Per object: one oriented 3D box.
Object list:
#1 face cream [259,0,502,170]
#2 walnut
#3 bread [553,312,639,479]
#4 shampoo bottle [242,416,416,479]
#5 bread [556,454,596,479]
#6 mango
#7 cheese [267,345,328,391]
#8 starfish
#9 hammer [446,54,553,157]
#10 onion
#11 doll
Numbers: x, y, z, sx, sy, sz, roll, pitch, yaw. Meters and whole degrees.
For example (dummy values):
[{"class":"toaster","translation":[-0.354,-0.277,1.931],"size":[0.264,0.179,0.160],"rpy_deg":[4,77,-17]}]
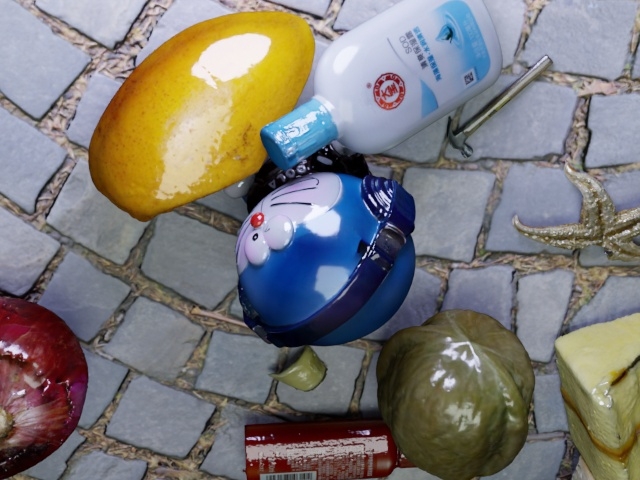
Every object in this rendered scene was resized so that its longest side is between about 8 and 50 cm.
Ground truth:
[{"class":"face cream","translation":[0.075,-0.198,1.395],"size":[0.337,0.080,0.163],"rpy_deg":[-32,113,-17]},{"class":"walnut","translation":[0.202,0.240,1.677],"size":[0.283,0.227,0.283],"rpy_deg":[27,139,27]},{"class":"bread","translation":[0.526,0.255,1.741],"size":[0.236,0.198,0.263],"rpy_deg":[-19,123,-1]},{"class":"shampoo bottle","translation":[0.028,0.346,1.813],"size":[0.314,0.076,0.118],"rpy_deg":[-3,121,-3]},{"class":"bread","translation":[0.516,0.471,1.853],"size":[0.224,0.211,0.183],"rpy_deg":[4,115,-1]},{"class":"mango","translation":[-0.148,-0.163,1.421],"size":[0.350,0.201,0.199],"rpy_deg":[-44,145,12]},{"class":"cheese","translation":[-0.037,0.214,1.745],"size":[0.084,0.041,0.060],"rpy_deg":[-30,121,12]},{"class":"starfish","translation":[0.417,-0.036,1.625],"size":[0.247,0.050,0.138],"rpy_deg":[10,119,-14]},{"class":"hammer","translation":[0.248,-0.194,1.531],"size":[0.062,0.017,0.182],"rpy_deg":[39,110,-25]},{"class":"onion","translation":[-0.475,0.211,1.595],"size":[0.276,0.276,0.276],"rpy_deg":[-2,122,-3]},{"class":"doll","translation":[0.000,0.000,1.459],"size":[0.284,0.310,0.240],"rpy_deg":[-42,118,19]}]
